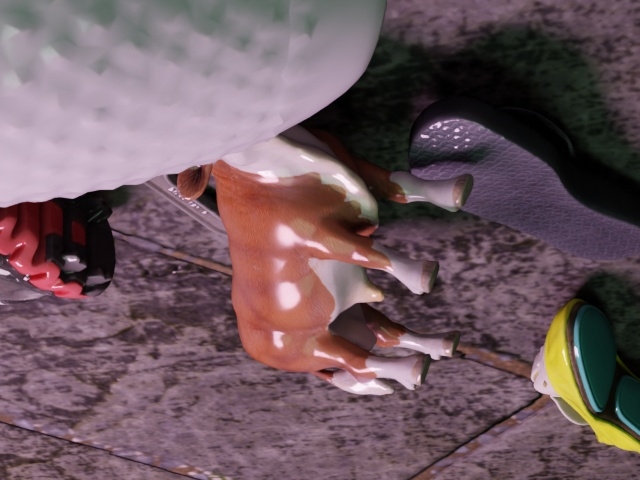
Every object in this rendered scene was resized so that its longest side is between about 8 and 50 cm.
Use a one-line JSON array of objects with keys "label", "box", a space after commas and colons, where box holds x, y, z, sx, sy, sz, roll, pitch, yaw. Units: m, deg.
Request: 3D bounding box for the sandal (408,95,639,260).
[{"label": "sandal", "box": [0.147, -0.048, 1.217, 0.097, 0.054, 0.254, -14, 153, 35]}]

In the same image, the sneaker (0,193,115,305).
[{"label": "sneaker", "box": [-0.266, -0.030, 1.206, 0.135, 0.098, 0.276, -18, 144, 23]}]

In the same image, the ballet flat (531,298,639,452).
[{"label": "ballet flat", "box": [0.222, 0.119, 1.447, 0.077, 0.077, 0.231, 1, 153, 32]}]

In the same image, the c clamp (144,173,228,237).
[{"label": "c clamp", "box": [-0.060, -0.048, 1.241, 0.137, 0.022, 0.160, -18, 142, 27]}]

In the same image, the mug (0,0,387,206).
[{"label": "mug", "box": [-0.133, -0.174, 0.809, 0.328, 0.276, 0.374, -4, 155, -15]}]

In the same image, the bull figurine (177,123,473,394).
[{"label": "bull figurine", "box": [0.000, 0.000, 1.188, 0.188, 0.101, 0.310, 20, 150, 16]}]
